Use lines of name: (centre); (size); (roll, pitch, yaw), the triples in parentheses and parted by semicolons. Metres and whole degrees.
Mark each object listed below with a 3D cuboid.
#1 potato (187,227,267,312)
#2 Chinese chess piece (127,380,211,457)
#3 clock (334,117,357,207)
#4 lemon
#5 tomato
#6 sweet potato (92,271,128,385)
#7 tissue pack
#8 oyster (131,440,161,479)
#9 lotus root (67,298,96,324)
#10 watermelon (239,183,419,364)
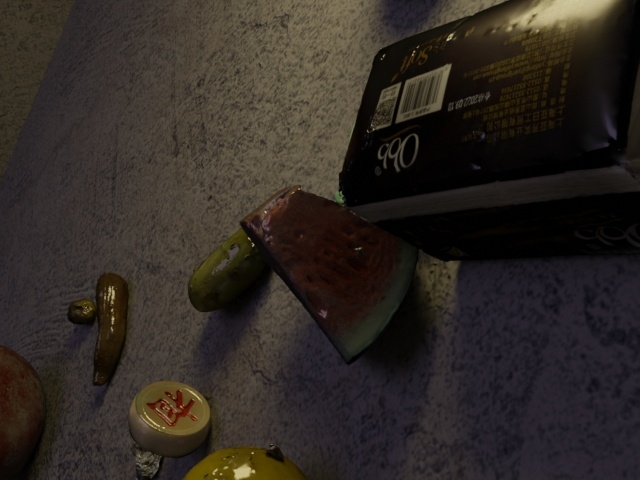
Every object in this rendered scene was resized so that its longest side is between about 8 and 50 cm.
potato: (-0.137, 0.046, 1.371); (0.188, 0.085, 0.105); (-46, 16, 26)
Chinese chess piece: (-0.221, 0.261, 1.324); (0.122, 0.122, 0.051); (-116, 37, -51)
clock: (0.099, -0.135, 1.139); (0.159, 0.066, 0.211); (-12, 60, 53)
lemon: (-0.093, 0.330, 1.037); (0.206, 0.173, 0.173); (-50, 36, 23)
tomato: (-0.727, 0.364, 1.874); (0.316, 0.282, 0.317); (-29, 52, 45)
sweet potato: (-0.403, 0.161, 1.726); (0.081, 0.062, 0.233); (129, 144, -53)
tissue pack: (0.194, -0.102, 0.847); (0.370, 0.198, 0.210); (-3, 71, 56)
oyster: (-0.276, 0.330, 1.444); (0.098, 0.037, 0.100); (-41, 40, 37)
lotus root: (-0.501, 0.150, 1.887); (0.099, 0.049, 0.054); (-16, 67, 52)
watermelon: (0.000, 0.000, 1.078); (0.148, 0.226, 0.318); (-42, 41, -3)
